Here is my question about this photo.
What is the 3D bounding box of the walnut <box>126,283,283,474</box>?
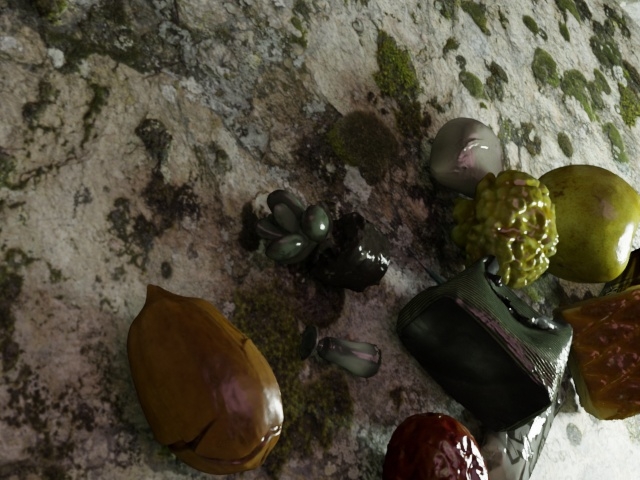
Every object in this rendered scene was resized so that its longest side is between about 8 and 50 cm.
[{"bbox_3d":[-0.191,0.208,1.209,0.209,0.209,0.336,-18,68,-43],"label":"walnut"}]

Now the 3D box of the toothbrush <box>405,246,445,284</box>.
[{"bbox_3d":[0.251,0.072,1.756,0.167,0.014,0.011,45,65,-13],"label":"toothbrush"}]

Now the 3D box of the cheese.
[{"bbox_3d":[0.353,-0.200,1.879,0.198,0.154,0.188,20,76,-34],"label":"cheese"}]

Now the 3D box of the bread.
[{"bbox_3d":[0.719,0.258,1.824,0.207,0.279,0.278,34,42,-82],"label":"bread"}]

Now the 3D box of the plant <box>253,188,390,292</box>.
[{"bbox_3d":[0.001,-0.001,1.504,0.275,0.149,0.146,22,40,-33],"label":"plant"}]

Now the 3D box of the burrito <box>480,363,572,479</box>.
[{"bbox_3d":[0.456,0.378,1.707,0.139,0.101,0.445,53,47,-9],"label":"burrito"}]

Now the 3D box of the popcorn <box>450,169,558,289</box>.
[{"bbox_3d":[0.415,-0.021,1.755,0.224,0.270,0.257,8,40,-21],"label":"popcorn"}]

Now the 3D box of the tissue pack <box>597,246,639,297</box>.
[{"bbox_3d":[0.896,0.171,2.103,0.210,0.198,0.370,56,46,-6],"label":"tissue pack"}]

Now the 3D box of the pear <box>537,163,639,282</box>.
[{"bbox_3d":[0.641,-0.045,1.945,0.304,0.304,0.303,18,58,-32],"label":"pear"}]

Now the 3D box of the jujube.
[{"bbox_3d":[0.207,0.461,1.408,0.197,0.197,0.290,-5,86,-41],"label":"jujube"}]

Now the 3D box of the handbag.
[{"bbox_3d":[0.347,0.200,1.603,0.341,0.247,0.240,43,46,4],"label":"handbag"}]

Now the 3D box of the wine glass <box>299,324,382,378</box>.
[{"bbox_3d":[0.036,0.213,1.472,0.155,0.072,0.072,22,56,-29],"label":"wine glass"}]
